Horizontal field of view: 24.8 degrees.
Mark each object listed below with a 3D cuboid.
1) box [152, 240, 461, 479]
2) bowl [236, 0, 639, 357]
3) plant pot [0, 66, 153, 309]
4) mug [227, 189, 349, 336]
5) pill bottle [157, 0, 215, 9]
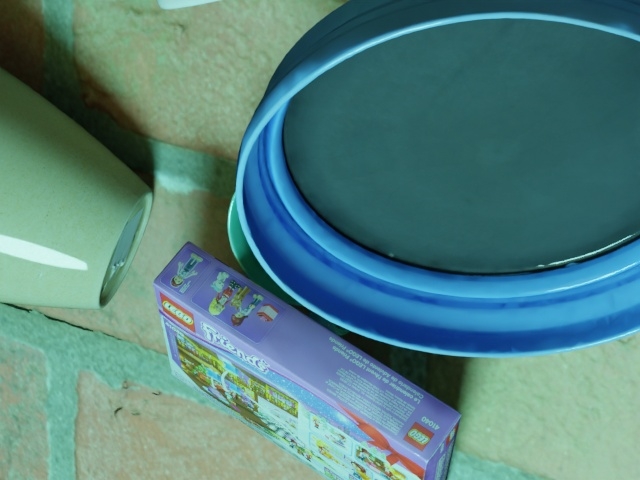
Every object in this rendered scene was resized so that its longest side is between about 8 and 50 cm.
[{"bbox_3d":[-0.015,0.139,1.331,0.293,0.057,0.201,32,156,16],"label":"box"},{"bbox_3d":[0.133,-0.050,1.090,0.391,0.077,0.391,2,142,1],"label":"bowl"},{"bbox_3d":[-0.310,-0.046,1.400,0.274,0.256,0.256,22,120,3],"label":"plant pot"},{"bbox_3d":[-0.007,-0.007,1.302,0.129,0.097,0.157,26,121,19],"label":"mug"},{"bbox_3d":[-0.107,-0.296,1.242,0.108,0.108,0.180,-4,106,32],"label":"pill bottle"}]
